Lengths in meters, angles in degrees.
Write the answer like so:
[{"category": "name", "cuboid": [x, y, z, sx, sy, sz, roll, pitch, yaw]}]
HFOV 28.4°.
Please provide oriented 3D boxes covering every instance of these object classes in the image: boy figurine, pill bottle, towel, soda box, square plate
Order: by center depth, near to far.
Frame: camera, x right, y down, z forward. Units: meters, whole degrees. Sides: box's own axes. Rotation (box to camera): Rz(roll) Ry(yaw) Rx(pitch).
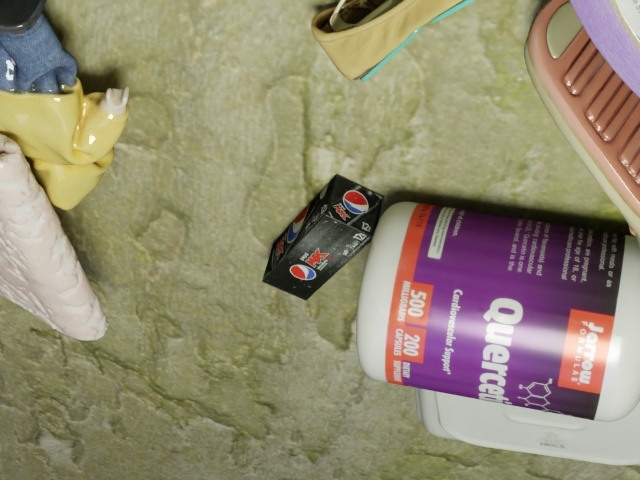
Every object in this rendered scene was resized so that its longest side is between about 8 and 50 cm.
[{"category": "boy figurine", "cuboid": [-0.254, -0.131, 1.189, 0.177, 0.092, 0.285, 7, 148, 16]}, {"category": "pill bottle", "cuboid": [0.206, 0.072, 1.224, 0.323, 0.181, 0.181, 9, 147, 12]}, {"category": "soda box", "cuboid": [0.000, 0.000, 1.322, 0.060, 0.053, 0.169, 25, 146, -14]}, {"category": "towel", "cuboid": [-0.394, -0.037, 1.340, 0.317, 0.053, 0.332, 22, 153, 21]}, {"category": "square plate", "cuboid": [0.271, 0.177, 1.490, 0.347, 0.049, 0.344, 6, 146, 14]}]

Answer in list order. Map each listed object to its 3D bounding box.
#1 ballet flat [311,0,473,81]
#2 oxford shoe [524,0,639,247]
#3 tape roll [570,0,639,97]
[{"category": "ballet flat", "cuboid": [0.071, -0.196, 0.979, 0.073, 0.080, 0.232, 43, 139, -14]}, {"category": "oxford shoe", "cuboid": [0.288, -0.034, 1.050, 0.397, 0.140, 0.146, 47, 158, -13]}, {"category": "tape roll", "cuboid": [0.277, -0.169, 0.794, 0.275, 0.090, 0.275, 44, 164, 17]}]
